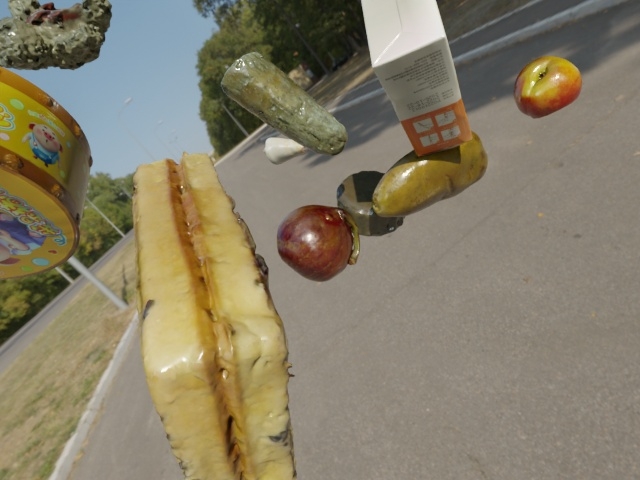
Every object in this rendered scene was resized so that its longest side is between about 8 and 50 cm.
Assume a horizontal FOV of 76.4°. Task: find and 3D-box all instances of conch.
[{"bbox_3d":[-0.124,-0.321,1.420,0.176,0.104,0.094,-13,48,23],"label":"conch"}]

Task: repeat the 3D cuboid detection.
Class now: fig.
[{"bbox_3d":[-0.001,-0.001,0.988,0.205,0.205,0.205,-34,19,14],"label":"fig"}]

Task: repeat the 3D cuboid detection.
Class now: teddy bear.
[{"bbox_3d":[-0.867,-0.634,1.250,0.357,0.224,0.367,4,32,7],"label":"teddy bear"}]

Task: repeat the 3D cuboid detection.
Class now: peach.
[{"bbox_3d":[0.698,-0.463,1.254,0.190,0.192,0.190,-20,60,39],"label":"peach"}]

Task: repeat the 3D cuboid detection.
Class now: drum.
[{"bbox_3d":[-0.660,-0.115,0.743,0.431,0.431,0.214,-29,54,26],"label":"drum"}]

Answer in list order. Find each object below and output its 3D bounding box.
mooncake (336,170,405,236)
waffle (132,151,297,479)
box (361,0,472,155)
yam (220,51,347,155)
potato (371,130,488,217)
[{"bbox_3d":[0.162,-0.112,1.286,0.228,0.124,0.228,0,43,0],"label":"mooncake"},{"bbox_3d":[-0.130,0.080,0.483,0.114,0.261,0.376,-16,37,-16],"label":"waffle"},{"bbox_3d":[0.227,-0.379,0.917,0.143,0.341,0.225,-16,63,24],"label":"box"},{"bbox_3d":[-0.074,-0.327,1.010,0.133,0.330,0.133,-53,13,18],"label":"yam"},{"bbox_3d":[0.300,-0.182,1.132,0.369,0.176,0.195,-28,-3,-17],"label":"potato"}]
